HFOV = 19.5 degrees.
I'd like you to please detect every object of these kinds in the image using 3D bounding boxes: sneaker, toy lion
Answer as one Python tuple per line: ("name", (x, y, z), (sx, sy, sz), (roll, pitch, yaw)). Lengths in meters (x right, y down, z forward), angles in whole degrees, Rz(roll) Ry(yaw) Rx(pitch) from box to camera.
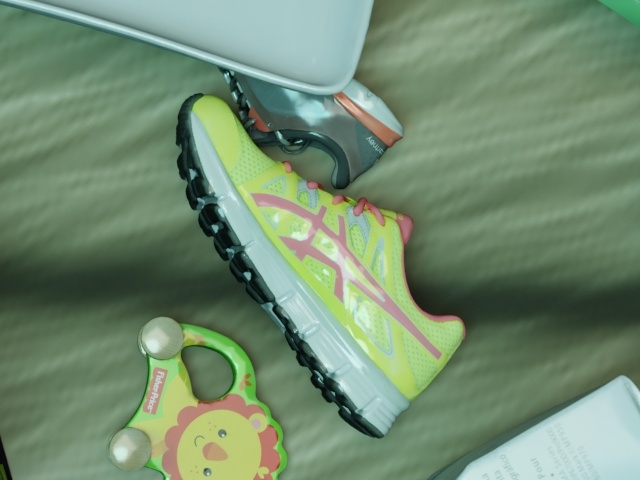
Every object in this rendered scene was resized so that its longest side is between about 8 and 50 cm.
("sneaker", (-0.031, -0.087, 1.029), (0.158, 0.061, 0.065), (37, 91, 5))
("sneaker", (0.000, 0.000, 1.010), (0.094, 0.081, 0.208), (-36, 95, -9))
("toy lion", (-0.063, 0.100, 1.013), (0.096, 0.034, 0.100), (16, 80, -8))

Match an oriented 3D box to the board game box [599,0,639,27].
("board game box", (0.136, -0.258, 1.034), (0.317, 0.046, 0.213), (34, 59, 2))

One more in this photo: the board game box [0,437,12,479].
("board game box", (-0.208, 0.053, 0.920), (0.056, 0.208, 0.346), (-16, 82, -6))

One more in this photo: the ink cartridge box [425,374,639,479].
("ink cartridge box", (0.049, 0.149, 0.929), (0.232, 0.189, 0.066), (-24, 83, -6))

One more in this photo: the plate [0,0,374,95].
("plate", (-0.092, -0.211, 1.012), (0.277, 0.045, 0.278), (15, 58, 0))
